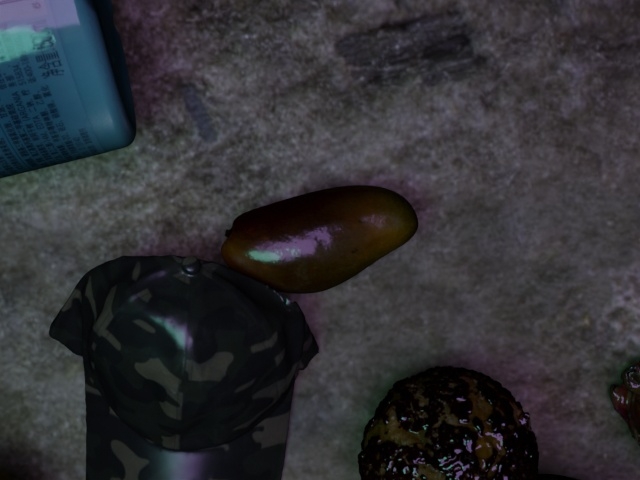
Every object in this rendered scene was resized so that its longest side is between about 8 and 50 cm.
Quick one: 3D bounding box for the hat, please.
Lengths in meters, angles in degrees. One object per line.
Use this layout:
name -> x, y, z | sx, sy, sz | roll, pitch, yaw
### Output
hat -> -0.177, 0.234, 1.001 | 0.366, 0.257, 0.382 | 1, 71, -4

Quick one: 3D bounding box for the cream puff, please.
cream puff -> 0.159, 0.273, 1.009 | 0.239, 0.239, 0.165 | -40, 132, -5

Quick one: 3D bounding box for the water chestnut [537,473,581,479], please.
water chestnut -> 0.317, 0.465, 1.014 | 0.299, 0.300, 0.300 | 0, 90, -6

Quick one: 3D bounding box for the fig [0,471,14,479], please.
fig -> -0.460, 0.448, 0.906 | 0.286, 0.286, 0.369 | -14, 85, -6

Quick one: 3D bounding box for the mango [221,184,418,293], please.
mango -> 0.000, 0.000, 1.055 | 0.267, 0.111, 0.133 | -13, 76, -5

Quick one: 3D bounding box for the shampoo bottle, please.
shampoo bottle -> -0.417, -0.231, 0.897 | 0.342, 0.331, 0.331 | -13, 92, -6

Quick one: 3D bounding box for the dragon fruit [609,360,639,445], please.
dragon fruit -> 0.538, 0.235, 1.113 | 0.282, 0.147, 0.211 | 30, 96, -3
